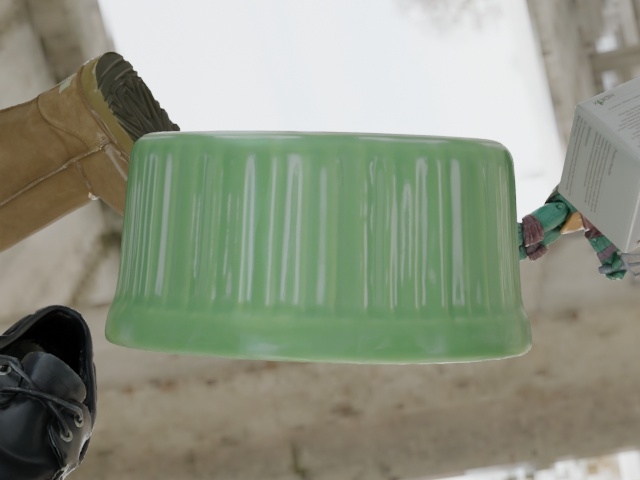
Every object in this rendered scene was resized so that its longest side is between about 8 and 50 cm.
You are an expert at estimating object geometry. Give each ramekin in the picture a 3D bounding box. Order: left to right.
[{"bbox_3d":[0.000,0.000,1.294,0.303,0.303,0.148,-4,-84,-75],"label":"ramekin"}]

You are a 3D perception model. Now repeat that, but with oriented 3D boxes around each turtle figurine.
[{"bbox_3d":[0.286,-0.021,1.938,0.175,0.234,0.118,60,-171,-56],"label":"turtle figurine"}]

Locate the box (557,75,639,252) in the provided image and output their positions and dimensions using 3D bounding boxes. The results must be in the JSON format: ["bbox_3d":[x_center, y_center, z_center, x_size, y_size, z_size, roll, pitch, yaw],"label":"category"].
[{"bbox_3d":[0.261,-0.066,1.464,0.087,0.102,0.101,48,149,34],"label":"box"}]

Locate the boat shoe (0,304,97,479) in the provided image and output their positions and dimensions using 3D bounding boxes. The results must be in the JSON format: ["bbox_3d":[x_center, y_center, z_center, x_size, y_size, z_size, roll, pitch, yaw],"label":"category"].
[{"bbox_3d":[-0.243,0.137,1.516,0.127,0.113,0.340,36,-168,-4],"label":"boat shoe"}]

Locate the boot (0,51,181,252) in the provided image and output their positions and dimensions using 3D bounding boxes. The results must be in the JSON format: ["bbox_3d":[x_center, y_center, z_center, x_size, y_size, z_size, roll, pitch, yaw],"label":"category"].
[{"bbox_3d":[-0.231,-0.033,1.664,0.236,0.270,0.089,59,-145,-10],"label":"boot"}]
